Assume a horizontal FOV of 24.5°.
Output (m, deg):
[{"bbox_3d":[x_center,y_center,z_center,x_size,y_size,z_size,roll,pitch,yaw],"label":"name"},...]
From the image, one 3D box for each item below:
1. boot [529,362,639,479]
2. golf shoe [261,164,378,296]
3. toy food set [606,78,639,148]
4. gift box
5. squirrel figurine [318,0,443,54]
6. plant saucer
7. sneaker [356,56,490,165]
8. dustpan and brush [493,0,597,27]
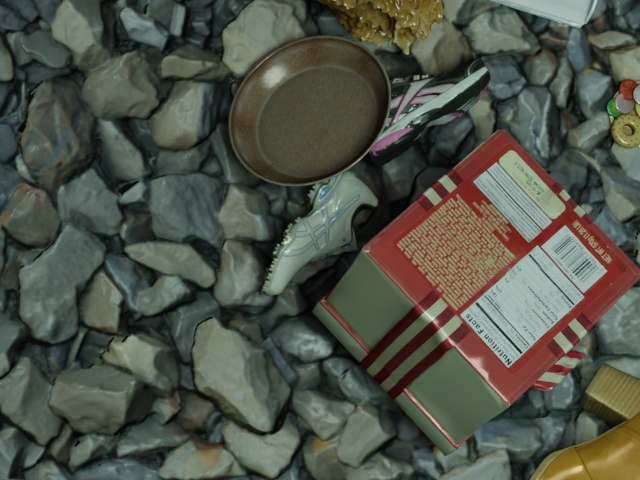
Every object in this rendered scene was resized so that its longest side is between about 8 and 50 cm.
[{"bbox_3d":[0.340,0.298,1.637,0.211,0.104,0.295,31,76,15],"label":"boot"},{"bbox_3d":[0.000,0.000,1.708,0.086,0.069,0.176,33,86,-1],"label":"golf shoe"},{"bbox_3d":[0.380,-0.151,1.740,0.083,0.020,0.083,-6,83,1],"label":"toy food set"},{"bbox_3d":[0.180,0.060,1.608,0.276,0.258,0.255,-35,82,-23],"label":"gift box"},{"bbox_3d":[0.097,-0.419,1.655,0.370,0.397,0.281,-4,46,-32],"label":"squirrel figurine"},{"bbox_3d":[-0.009,-0.145,1.710,0.198,0.036,0.199,-8,63,17],"label":"plant saucer"},{"bbox_3d":[0.115,-0.169,1.725,0.178,0.072,0.077,-32,74,-8],"label":"sneaker"},{"bbox_3d":[0.281,-0.376,1.748,0.147,0.060,0.211,18,84,3],"label":"dustpan and brush"}]
